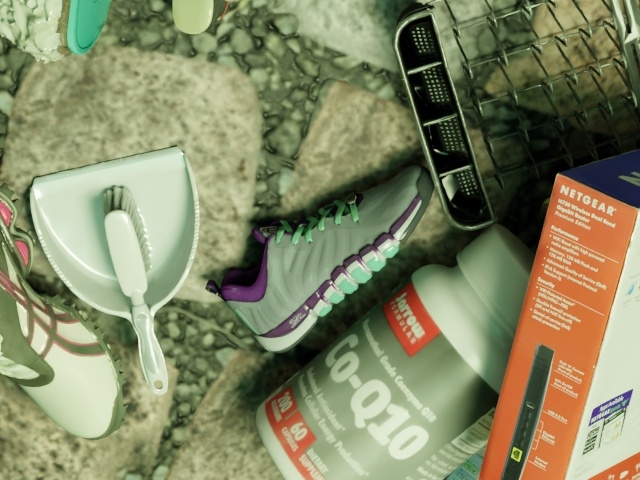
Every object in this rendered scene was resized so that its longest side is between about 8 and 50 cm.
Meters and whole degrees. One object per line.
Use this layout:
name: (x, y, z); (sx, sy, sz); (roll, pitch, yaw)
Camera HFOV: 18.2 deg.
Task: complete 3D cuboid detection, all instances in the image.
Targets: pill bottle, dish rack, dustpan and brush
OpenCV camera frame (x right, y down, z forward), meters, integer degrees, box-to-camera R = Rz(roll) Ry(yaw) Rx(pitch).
pill bottle: (0.094, 0.124, 1.799); (0.283, 0.161, 0.161); (-42, 112, 12)
dish rack: (0.209, -0.147, 1.740); (0.271, 0.074, 0.208); (-18, 115, 1)
dustpan and brush: (-0.166, 0.036, 1.784); (0.147, 0.060, 0.211); (-13, 115, -1)

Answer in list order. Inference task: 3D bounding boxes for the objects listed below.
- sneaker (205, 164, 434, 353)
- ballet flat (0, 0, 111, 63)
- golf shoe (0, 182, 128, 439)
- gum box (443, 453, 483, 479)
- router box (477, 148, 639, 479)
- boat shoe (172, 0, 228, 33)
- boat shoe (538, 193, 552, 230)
sneaker: (0.000, 0.000, 1.779); (0.098, 0.083, 0.224); (41, 105, -16)
ballet flat: (-0.203, -0.339, 1.582); (0.147, 0.147, 0.409); (14, 112, -12)
golf shoe: (-0.274, 0.083, 1.749); (0.105, 0.120, 0.273); (-16, 116, 34)
gum box: (0.091, 0.286, 1.859); (0.041, 0.184, 0.157); (37, 107, 6)
router box: (0.288, 0.066, 1.726); (0.335, 0.082, 0.301); (-17, 126, -49)
boat shoe: (-0.097, -0.241, 1.682); (0.049, 0.042, 0.133); (15, 113, 14)
boat shoe: (0.257, -0.002, 1.799); (0.072, 0.068, 0.190); (-50, 142, -5)
